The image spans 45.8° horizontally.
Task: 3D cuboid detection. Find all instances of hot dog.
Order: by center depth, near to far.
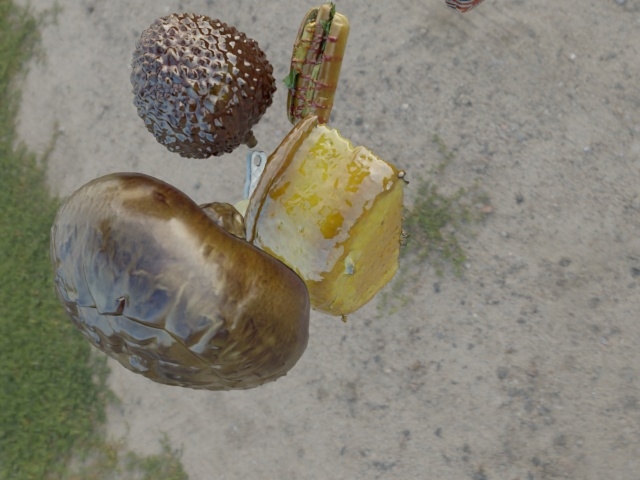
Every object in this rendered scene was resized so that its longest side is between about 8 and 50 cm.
[{"bbox_3d":[-0.013,-0.325,1.421,0.104,0.076,0.250,28,120,23],"label":"hot dog"}]

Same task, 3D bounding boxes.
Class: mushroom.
[{"bbox_3d":[-0.130,0.047,0.687,0.253,0.253,0.153,3,53,39],"label":"mushroom"}]

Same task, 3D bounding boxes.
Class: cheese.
[{"bbox_3d":[-0.142,-0.039,1.442,0.071,0.163,0.248,8,115,33],"label":"cheese"}]

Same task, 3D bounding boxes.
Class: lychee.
[{"bbox_3d":[-0.220,-0.288,1.438,0.276,0.304,0.275,-33,29,22],"label":"lychee"}]

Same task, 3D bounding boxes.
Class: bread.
[{"bbox_3d":[0.000,0.000,1.066,0.194,0.340,0.179,32,68,19],"label":"bread"}]

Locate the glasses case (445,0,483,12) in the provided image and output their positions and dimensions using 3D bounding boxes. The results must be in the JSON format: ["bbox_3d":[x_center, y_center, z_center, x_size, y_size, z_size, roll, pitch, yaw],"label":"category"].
[{"bbox_3d":[0.215,-0.346,0.912,0.049,0.073,0.194,29,66,22],"label":"glasses case"}]
